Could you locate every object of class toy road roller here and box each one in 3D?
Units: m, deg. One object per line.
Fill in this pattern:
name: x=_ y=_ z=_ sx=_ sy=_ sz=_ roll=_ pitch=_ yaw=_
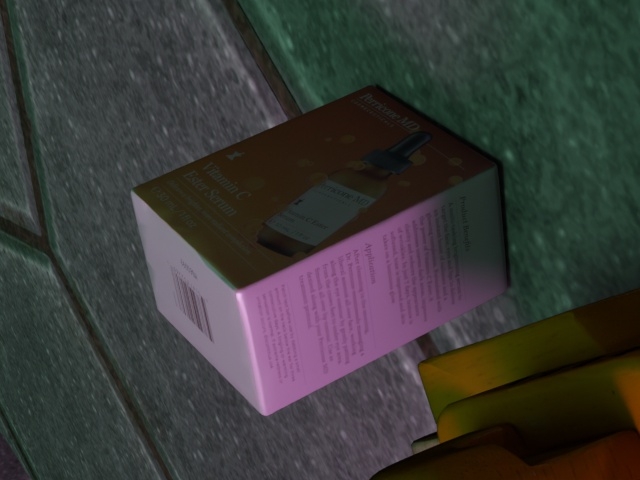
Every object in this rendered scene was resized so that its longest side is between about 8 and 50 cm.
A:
toy road roller: x=0.110 y=0.132 z=0.617 sx=0.329 sy=0.241 sz=0.202 roll=-29 pitch=77 yaw=61

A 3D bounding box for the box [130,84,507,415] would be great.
box: x=0.000 y=0.000 z=0.860 sx=0.130 sy=0.171 sz=0.091 roll=38 pitch=146 yaw=47
